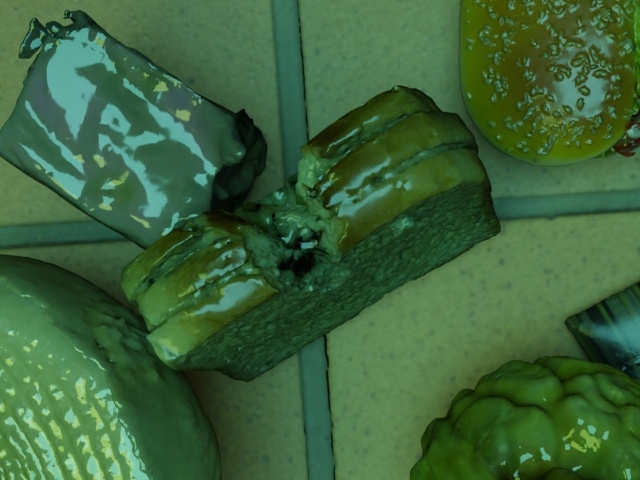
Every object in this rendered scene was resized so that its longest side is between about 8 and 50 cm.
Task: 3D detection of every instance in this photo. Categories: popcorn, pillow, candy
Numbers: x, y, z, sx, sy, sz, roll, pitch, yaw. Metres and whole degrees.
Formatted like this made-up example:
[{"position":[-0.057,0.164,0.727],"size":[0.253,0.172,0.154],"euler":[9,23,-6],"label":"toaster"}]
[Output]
[{"position":[0.188,0.222,0.773],"size":[0.223,0.270,0.258],"euler":[-11,46,4],"label":"popcorn"},{"position":[0.319,0.065,0.845],"size":[0.203,0.038,0.113],"euler":[-31,88,7],"label":"pillow"},{"position":[-0.148,-0.079,0.829],"size":[0.195,0.185,0.137],"euler":[33,91,5],"label":"candy"}]

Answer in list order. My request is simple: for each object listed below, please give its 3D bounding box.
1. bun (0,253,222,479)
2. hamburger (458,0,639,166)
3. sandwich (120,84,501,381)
[{"position":[-0.222,0.187,0.828],"size":[0.364,0.202,0.365],"euler":[3,96,26],"label":"bun"},{"position":[0.198,-0.164,0.816],"size":[0.172,0.116,0.210],"euler":[0,91,10],"label":"hamburger"},{"position":[0.001,0.001,0.777],"size":[0.273,0.249,0.095],"euler":[-32,74,6],"label":"sandwich"}]
